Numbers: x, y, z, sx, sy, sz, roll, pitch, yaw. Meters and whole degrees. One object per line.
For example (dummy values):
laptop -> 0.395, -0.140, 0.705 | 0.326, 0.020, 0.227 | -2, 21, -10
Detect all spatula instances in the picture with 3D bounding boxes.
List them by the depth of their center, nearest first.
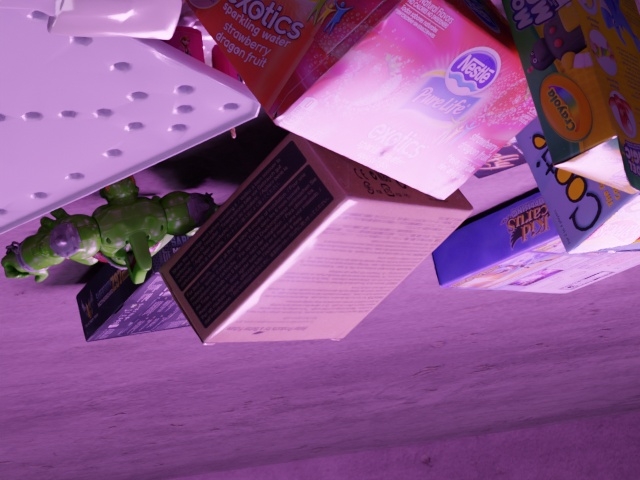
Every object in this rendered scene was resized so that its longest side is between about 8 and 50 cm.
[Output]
spatula -> -0.152, -0.181, 0.878 | 0.242, 0.019, 0.168 | -1, 136, -38

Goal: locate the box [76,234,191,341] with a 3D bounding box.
box -> -0.128, 0.034, 1.690 | 0.183, 0.059, 0.233 | -7, 164, -27

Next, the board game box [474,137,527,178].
board game box -> 0.170, -0.121, 1.413 | 0.165, 0.042, 0.243 | -18, 163, 19

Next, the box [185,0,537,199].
box -> 0.039, -0.131, 1.071 | 0.123, 0.128, 0.257 | -42, 155, 15

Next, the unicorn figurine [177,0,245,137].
unicorn figurine -> -0.074, -0.146, 1.140 | 0.111, 0.060, 0.162 | -23, 145, 35

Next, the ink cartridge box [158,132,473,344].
ink cartridge box -> 0.000, 0.000, 1.478 | 0.193, 0.088, 0.235 | -44, 157, 22

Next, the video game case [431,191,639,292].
video game case -> 0.301, -0.012, 1.854 | 0.269, 0.061, 0.244 | -26, 160, 39

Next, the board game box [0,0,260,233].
board game box -> -0.304, -0.094, 1.054 | 0.390, 0.050, 0.390 | -22, 153, 30

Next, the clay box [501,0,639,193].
clay box -> 0.176, -0.120, 1.090 | 0.053, 0.222, 0.127 | -24, 160, 29

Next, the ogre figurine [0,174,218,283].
ogre figurine -> -0.173, -0.009, 1.461 | 0.197, 0.096, 0.118 | 6, 171, -19

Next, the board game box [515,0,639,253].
board game box -> 0.286, -0.121, 1.218 | 0.142, 0.144, 0.275 | -1, 149, -35
